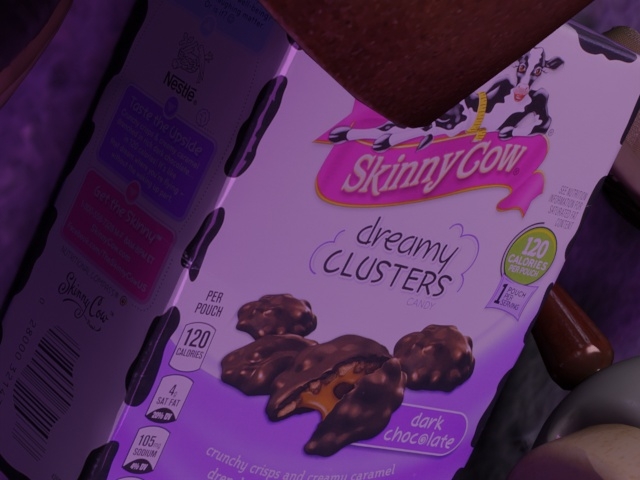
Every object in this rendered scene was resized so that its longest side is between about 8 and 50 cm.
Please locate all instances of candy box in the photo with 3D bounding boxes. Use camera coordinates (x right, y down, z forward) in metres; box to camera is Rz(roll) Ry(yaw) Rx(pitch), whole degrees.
[{"bbox_3d":[0.000,0.000,0.608,0.165,0.070,0.196,13,106,-46],"label":"candy box"}]

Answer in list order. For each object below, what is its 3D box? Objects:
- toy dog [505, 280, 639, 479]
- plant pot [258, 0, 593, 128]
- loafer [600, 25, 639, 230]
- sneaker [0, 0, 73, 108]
[{"bbox_3d":[0.093,0.146,0.760,0.220,0.161,0.333,8,124,-48],"label":"toy dog"},{"bbox_3d":[0.071,-0.183,0.363,0.254,0.237,0.237,-28,139,14],"label":"plant pot"},{"bbox_3d":[0.134,-0.030,0.722,0.050,0.056,0.148,-49,138,2],"label":"loafer"},{"bbox_3d":[-0.221,0.038,0.421,0.410,0.158,0.182,-42,167,-17],"label":"sneaker"}]
